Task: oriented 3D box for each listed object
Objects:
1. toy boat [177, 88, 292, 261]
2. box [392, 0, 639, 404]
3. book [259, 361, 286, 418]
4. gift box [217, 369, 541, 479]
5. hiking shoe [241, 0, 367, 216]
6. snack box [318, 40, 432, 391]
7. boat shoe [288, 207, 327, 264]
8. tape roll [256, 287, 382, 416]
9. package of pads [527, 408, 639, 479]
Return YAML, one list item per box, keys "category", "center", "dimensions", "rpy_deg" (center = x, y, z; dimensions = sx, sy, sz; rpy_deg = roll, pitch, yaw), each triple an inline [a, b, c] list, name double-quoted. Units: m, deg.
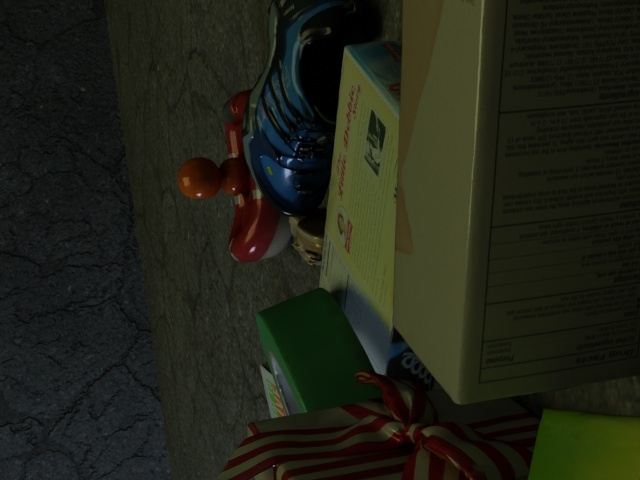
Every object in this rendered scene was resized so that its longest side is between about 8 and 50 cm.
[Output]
- category: "toy boat"
  center: [-0.118, -0.084, 1.448]
  dimensions: [0.151, 0.151, 0.231]
  rpy_deg: [169, 93, -73]
- category: "box"
  center: [0.133, -0.066, 0.673]
  dimensions: [0.121, 0.148, 0.311]
  rpy_deg: [-129, 37, -61]
- category: "book"
  center: [-0.045, 0.240, 1.556]
  dimensions: [0.144, 0.035, 0.096]
  rpy_deg: [-154, 55, -68]
- category: "gift box"
  center: [0.068, 0.253, 0.810]
  dimensions: [0.255, 0.276, 0.258]
  rpy_deg: [-153, 58, -63]
- category: "hiking shoe"
  center: [-0.017, -0.140, 1.169]
  dimensions: [0.132, 0.113, 0.304]
  rpy_deg: [-118, 26, -50]
- category: "snack box"
  center: [0.065, -0.009, 1.049]
  dimensions: [0.187, 0.060, 0.322]
  rpy_deg: [-120, 28, -48]
- category: "boat shoe"
  center: [0.000, 0.000, 1.269]
  dimensions: [0.170, 0.063, 0.059]
  rpy_deg: [-133, 35, -77]
- category: "tape roll"
  center: [0.025, 0.210, 1.098]
  dimensions: [0.321, 0.077, 0.321]
  rpy_deg: [158, 90, -81]
- category: "package of pads"
  center: [0.196, 0.211, 0.546]
  dimensions: [0.296, 0.101, 0.229]
  rpy_deg: [159, 126, -73]
